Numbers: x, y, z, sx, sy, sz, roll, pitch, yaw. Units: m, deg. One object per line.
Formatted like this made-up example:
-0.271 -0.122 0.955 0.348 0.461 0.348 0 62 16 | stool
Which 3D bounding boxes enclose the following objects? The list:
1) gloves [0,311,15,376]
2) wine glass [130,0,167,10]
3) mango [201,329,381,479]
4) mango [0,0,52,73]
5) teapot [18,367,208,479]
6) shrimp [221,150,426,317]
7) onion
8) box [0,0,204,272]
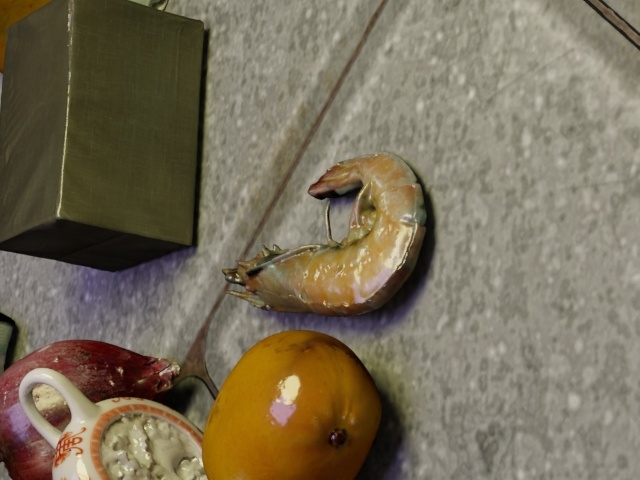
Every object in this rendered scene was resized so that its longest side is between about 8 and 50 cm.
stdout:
-0.396 0.175 2.014 0.127 0.111 0.212 21 93 30 | gloves
-0.253 -0.350 1.965 0.143 0.143 0.321 -55 42 27 | wine glass
-0.032 0.155 1.534 0.219 0.112 0.145 -40 48 55 | mango
-0.307 -0.226 2.043 0.178 0.090 0.115 23 90 46 | mango
-0.164 0.201 1.624 0.116 0.245 0.159 -47 8 49 | teapot
0.002 0.001 1.591 0.251 0.052 0.144 -6 63 44 | shrimp
-0.208 0.158 1.739 0.194 0.159 0.159 -25 54 12 | onion
-0.213 -0.102 1.820 0.149 0.155 0.231 -19 65 52 | box
